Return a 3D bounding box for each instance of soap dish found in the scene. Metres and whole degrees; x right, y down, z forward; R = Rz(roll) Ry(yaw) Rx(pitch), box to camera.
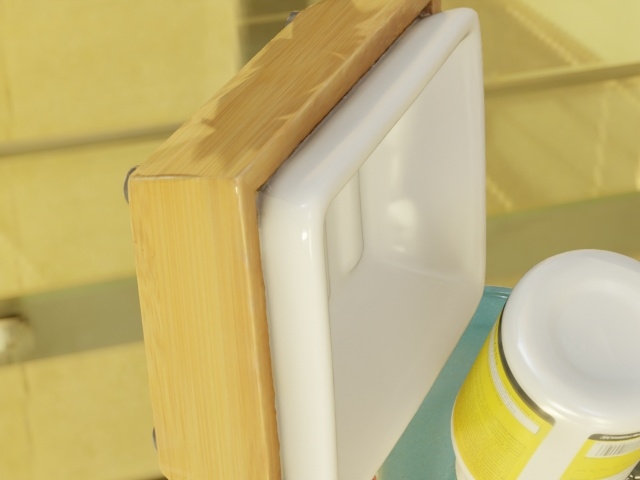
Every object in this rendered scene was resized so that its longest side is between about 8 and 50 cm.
[{"bbox_3d":[0.000,0.000,1.053,0.291,0.118,0.229,-50,-37,-53],"label":"soap dish"}]

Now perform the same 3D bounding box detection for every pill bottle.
[{"bbox_3d":[0.128,0.089,1.001,0.184,0.103,0.103,108,147,-59],"label":"pill bottle"}]

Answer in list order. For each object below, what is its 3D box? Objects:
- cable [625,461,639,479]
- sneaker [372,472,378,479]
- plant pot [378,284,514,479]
[{"bbox_3d":[0.205,0.154,1.375,0.287,0.139,0.072,43,-165,-25],"label":"cable"},{"bbox_3d":[0.000,0.114,1.269,0.221,0.087,0.128,-23,40,61],"label":"sneaker"},{"bbox_3d":[0.165,0.227,1.849,0.271,0.271,0.255,108,-173,-53],"label":"plant pot"}]
